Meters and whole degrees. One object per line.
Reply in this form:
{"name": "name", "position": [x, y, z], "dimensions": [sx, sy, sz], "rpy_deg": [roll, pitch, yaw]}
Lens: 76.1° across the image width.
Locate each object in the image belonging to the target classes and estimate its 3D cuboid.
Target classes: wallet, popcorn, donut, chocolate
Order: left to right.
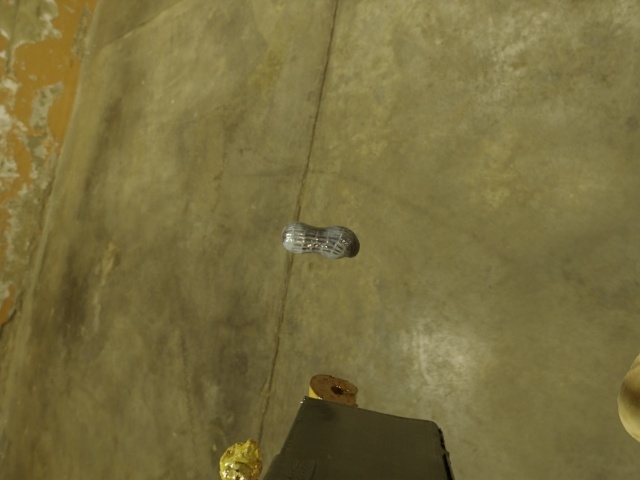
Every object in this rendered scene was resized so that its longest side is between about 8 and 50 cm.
{"name": "popcorn", "position": [-0.135, 0.415, 0.743], "dimensions": [0.084, 0.084, 0.084], "rpy_deg": [-13, 71, 40]}
{"name": "chocolate", "position": [0.000, 0.000, 0.853], "dimensions": [0.167, 0.072, 0.072], "rpy_deg": [7, 82, 2]}
{"name": "donut", "position": [0.021, 0.285, 0.743], "dimensions": [0.097, 0.108, 0.043], "rpy_deg": [18, 94, 11]}
{"name": "wallet", "position": [0.032, 0.216, 0.321], "dimensions": [0.169, 0.317, 0.044], "rpy_deg": [5, 93, 8]}

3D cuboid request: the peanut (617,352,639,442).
{"name": "peanut", "position": [0.508, 0.162, 0.477], "dimensions": [0.291, 0.143, 0.159], "rpy_deg": [-28, 54, 40]}
